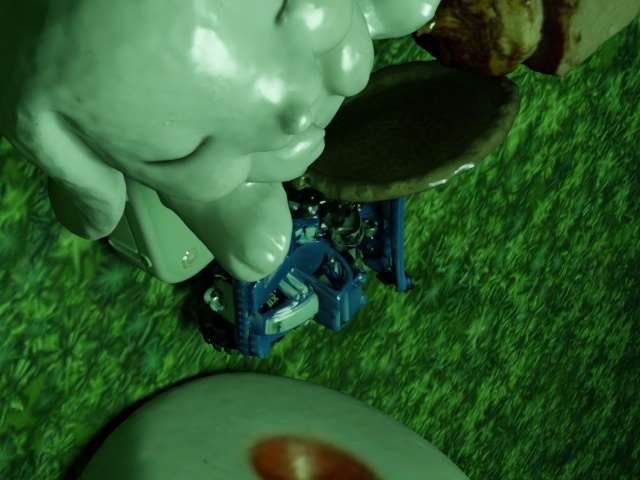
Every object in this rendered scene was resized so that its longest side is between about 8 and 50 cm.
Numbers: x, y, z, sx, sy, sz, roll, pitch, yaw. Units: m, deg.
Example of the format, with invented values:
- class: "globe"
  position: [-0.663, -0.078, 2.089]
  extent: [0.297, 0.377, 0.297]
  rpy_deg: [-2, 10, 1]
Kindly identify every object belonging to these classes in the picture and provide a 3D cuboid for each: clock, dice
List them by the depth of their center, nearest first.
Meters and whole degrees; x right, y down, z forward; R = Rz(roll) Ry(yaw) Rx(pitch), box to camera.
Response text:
- class: "clock"
  position: [-0.076, -0.075, 1.079]
  extent: [0.191, 0.062, 0.151]
  rpy_deg: [-47, 148, -26]
- class: "dice"
  position: [-0.038, 0.305, 1.219]
  extent: [0.277, 0.304, 0.304]
  rpy_deg: [-19, 131, -52]

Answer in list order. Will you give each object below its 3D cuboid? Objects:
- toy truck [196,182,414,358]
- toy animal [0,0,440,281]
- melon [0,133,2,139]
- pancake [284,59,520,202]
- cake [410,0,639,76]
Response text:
- class: "toy truck"
  position: [0.000, 0.000, 1.202]
  extent: [0.208, 0.126, 0.113]
  rpy_deg: [-42, 146, -34]
- class: "toy animal"
  position: [-0.076, -0.107, 0.816]
  extent: [0.272, 0.206, 0.265]
  rpy_deg: [-57, 169, 11]
- class: "melon"
  position: [-0.243, -0.054, 0.829]
  extent: [0.209, 0.064, 0.118]
  rpy_deg: [-44, 148, -25]
- class: "pancake"
  position: [0.056, -0.084, 1.163]
  extent: [0.199, 0.199, 0.021]
  rpy_deg: [-40, 127, -34]
- class: "cake"
  position: [0.158, -0.263, 1.173]
  extent: [0.293, 0.196, 0.199]
  rpy_deg: [-40, 143, -27]
